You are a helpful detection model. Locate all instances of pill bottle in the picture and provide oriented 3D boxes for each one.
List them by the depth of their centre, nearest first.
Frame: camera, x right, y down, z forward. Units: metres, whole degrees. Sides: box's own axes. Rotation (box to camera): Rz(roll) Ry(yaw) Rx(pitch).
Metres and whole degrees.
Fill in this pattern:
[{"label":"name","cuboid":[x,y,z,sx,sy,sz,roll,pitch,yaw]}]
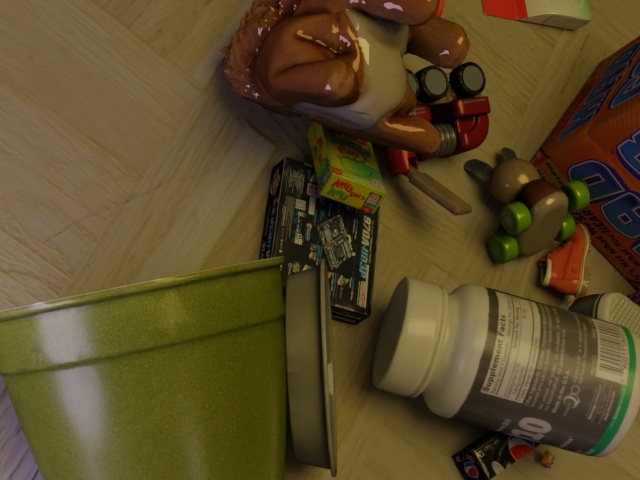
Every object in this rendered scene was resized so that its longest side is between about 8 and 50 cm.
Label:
[{"label":"pill bottle","cuboid":[0.273,0.181,1.580,0.361,0.204,0.204,16,63,-5]}]

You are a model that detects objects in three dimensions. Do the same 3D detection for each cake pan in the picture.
[{"label":"cake pan","cuboid":[-0.011,0.171,1.433,0.054,0.293,0.293,-3,71,2]}]

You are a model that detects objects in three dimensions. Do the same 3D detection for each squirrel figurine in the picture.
[{"label":"squirrel figurine","cuboid":[0.040,-0.358,1.573,0.281,0.397,0.370,21,86,-45]}]

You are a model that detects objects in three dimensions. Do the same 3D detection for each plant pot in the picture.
[{"label":"plant pot","cuboid":[-0.192,0.225,1.280,0.366,0.366,0.353,-10,89,-32]}]

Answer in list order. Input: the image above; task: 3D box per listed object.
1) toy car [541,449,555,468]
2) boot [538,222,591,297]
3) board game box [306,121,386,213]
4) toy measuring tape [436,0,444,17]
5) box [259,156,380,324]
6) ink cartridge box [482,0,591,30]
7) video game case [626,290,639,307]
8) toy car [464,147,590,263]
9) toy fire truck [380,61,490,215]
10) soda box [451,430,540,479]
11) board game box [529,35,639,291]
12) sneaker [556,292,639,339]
[{"label":"toy car","cuboid":[0.379,0.397,1.683,0.040,0.060,0.122,36,59,-51]},{"label":"boot","cuboid":[0.422,0.026,1.845,0.085,0.059,0.158,12,48,3]},{"label":"board game box","cuboid":[0.038,-0.121,1.637,0.092,0.043,0.181,19,31,-21]},{"label":"toy measuring tape","cuboid":[0.164,-0.467,1.852,0.121,0.121,0.330,22,62,-21]},{"label":"box","cuboid":[0.000,0.000,1.620,0.175,0.051,0.220,17,64,-23]},{"label":"ink cartridge box","cuboid":[0.405,-0.506,2.040,0.225,0.056,0.181,4,70,-30]},{"label":"video game case","cuboid":[0.684,0.129,1.848,0.210,0.232,0.041,32,57,-15]},{"label":"toy car","cuboid":[0.331,-0.080,1.812,0.155,0.149,0.188,-19,56,-24]},{"label":"toy fire truck","cuboid":[0.193,-0.159,1.744,0.217,0.158,0.246,-11,89,-32]},{"label":"soda box","cuboid":[0.289,0.316,1.657,0.169,0.060,0.053,-25,84,-34]},{"label":"board game box","cuboid":[0.657,-0.169,1.869,0.356,0.356,0.356,44,57,-8]},{"label":"sneaker","cuboid":[0.502,0.170,1.806,0.321,0.127,0.126,35,59,-42]}]
